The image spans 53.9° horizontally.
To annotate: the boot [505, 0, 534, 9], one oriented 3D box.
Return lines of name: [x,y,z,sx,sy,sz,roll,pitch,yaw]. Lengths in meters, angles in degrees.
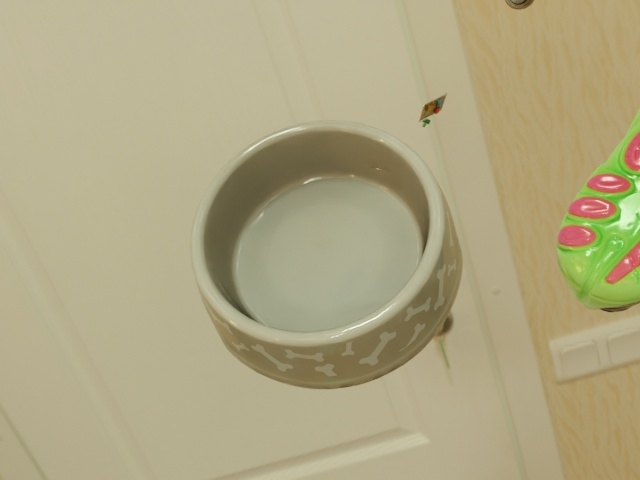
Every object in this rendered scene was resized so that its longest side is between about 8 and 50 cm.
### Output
boot: [0.305,-0.458,0.950,0.077,0.197,0.137,-5,13,20]

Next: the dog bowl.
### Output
dog bowl: [0.000,0.000,0.780,0.349,0.102,0.348,-6,61,10]

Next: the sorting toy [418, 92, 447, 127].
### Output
sorting toy: [0.226,-0.260,1.274,0.062,0.012,0.083,-32,-19,-13]

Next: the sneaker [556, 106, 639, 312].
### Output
sneaker: [0.481,-0.101,0.821,0.483,0.202,0.185,-44,60,-3]
